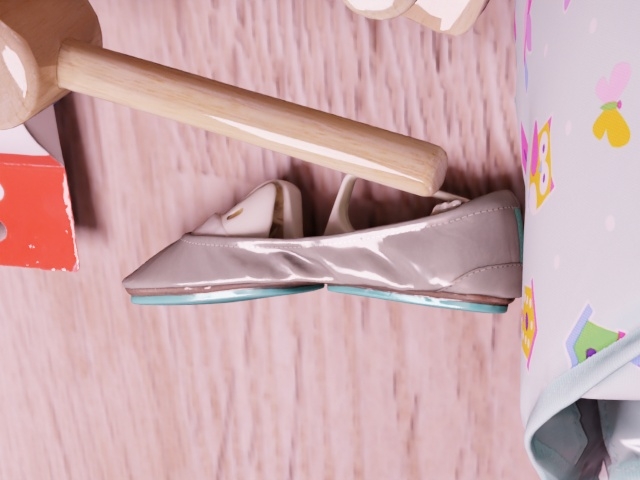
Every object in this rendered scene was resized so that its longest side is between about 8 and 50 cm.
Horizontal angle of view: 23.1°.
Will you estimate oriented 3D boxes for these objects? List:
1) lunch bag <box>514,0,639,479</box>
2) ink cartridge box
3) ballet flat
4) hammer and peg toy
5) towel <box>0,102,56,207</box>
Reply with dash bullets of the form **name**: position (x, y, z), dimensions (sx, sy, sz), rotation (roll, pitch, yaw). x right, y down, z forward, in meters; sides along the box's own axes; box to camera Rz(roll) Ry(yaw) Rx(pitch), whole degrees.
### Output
- **lunch bag**: position (0.150, -0.042, 0.542), dimensions (0.160, 0.223, 0.262), rotation (8, 153, -19)
- **ink cartridge box**: position (-0.208, -0.061, 0.804), dimensions (0.145, 0.045, 0.179), rotation (4, 115, 20)
- **ballet flat**: position (0.000, 0.000, 0.769), dimensions (0.213, 0.072, 0.068), rotation (0, 90, 24)
- **hammer and peg toy**: position (-0.023, -0.191, 0.624), dimensions (0.266, 0.127, 0.361), rotation (25, 125, 8)
- **towel**: position (-0.296, -0.084, 0.871), dimensions (0.285, 0.034, 0.209), rotation (33, 124, 2)
